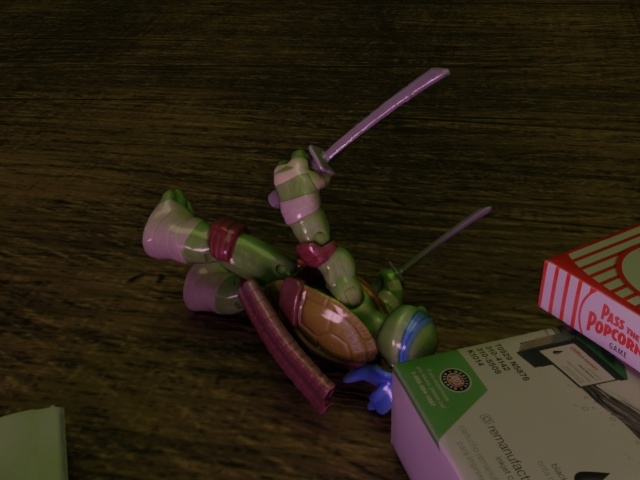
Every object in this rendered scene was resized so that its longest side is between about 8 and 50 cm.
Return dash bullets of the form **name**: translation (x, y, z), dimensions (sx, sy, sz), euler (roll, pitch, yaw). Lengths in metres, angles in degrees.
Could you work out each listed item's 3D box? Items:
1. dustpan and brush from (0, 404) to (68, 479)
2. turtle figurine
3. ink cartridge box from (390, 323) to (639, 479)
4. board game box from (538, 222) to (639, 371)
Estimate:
- **dustpan and brush**: translation (-0.281, 0.199, 0.538), dimensions (0.211, 0.060, 0.147), euler (-6, 36, -17)
- **turtle figurine**: translation (0.000, 0.000, 0.694), dimensions (0.266, 0.275, 0.197), euler (10, 0, 27)
- **ink cartridge box**: translation (0.178, 0.141, 0.540), dimensions (0.219, 0.093, 0.160), euler (-11, 33, -14)
- **board game box**: translation (0.284, 0.037, 0.574), dimensions (0.193, 0.045, 0.146), euler (-18, 34, -27)
